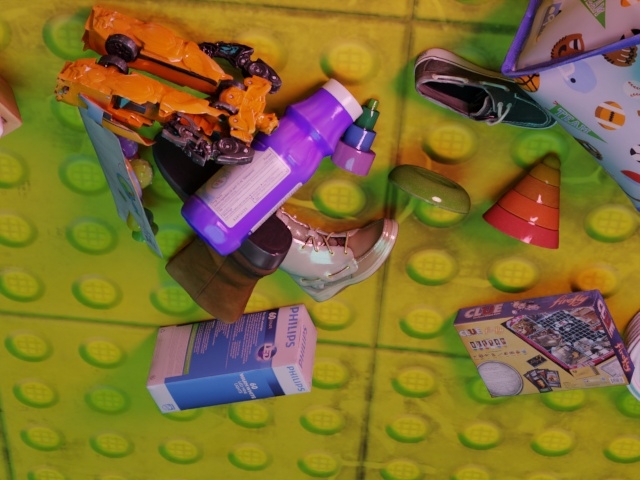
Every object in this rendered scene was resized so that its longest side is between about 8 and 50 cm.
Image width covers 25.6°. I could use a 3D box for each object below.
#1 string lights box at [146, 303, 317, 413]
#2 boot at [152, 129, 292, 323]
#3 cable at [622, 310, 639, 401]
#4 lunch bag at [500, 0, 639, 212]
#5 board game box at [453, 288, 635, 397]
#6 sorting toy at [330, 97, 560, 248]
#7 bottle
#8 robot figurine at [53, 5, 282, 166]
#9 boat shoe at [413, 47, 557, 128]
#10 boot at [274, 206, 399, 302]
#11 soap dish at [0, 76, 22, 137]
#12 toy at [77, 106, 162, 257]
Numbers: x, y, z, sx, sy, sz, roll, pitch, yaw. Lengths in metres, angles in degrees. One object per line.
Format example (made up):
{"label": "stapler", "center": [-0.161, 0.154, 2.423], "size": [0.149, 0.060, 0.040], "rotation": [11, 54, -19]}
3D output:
{"label": "string lights box", "center": [-0.143, 0.193, 2.300], "size": [0.259, 0.133, 0.077], "rotation": [-10, 132, 16]}
{"label": "boot", "center": [-0.179, -0.019, 2.134], "size": [0.264, 0.096, 0.280], "rotation": [38, 149, -2]}
{"label": "cable", "center": [0.608, 0.183, 2.237], "size": [0.257, 0.089, 0.257], "rotation": [8, 134, 1]}
{"label": "lunch bag", "center": [0.471, -0.205, 1.694], "size": [0.385, 0.239, 0.328], "rotation": [-9, 140, 48]}
{"label": "board game box", "center": [0.352, 0.166, 2.225], "size": [0.243, 0.042, 0.165], "rotation": [-10, 123, 33]}
{"label": "sorting toy", "center": [0.199, -0.108, 2.013], "size": [0.365, 0.127, 0.126], "rotation": [21, 104, -10]}
{"label": "bottle", "center": [-0.064, -0.104, 1.939], "size": [0.283, 0.118, 0.092], "rotation": [-44, 107, -4]}
{"label": "robot figurine", "center": [-0.194, -0.199, 1.886], "size": [0.291, 0.211, 0.085], "rotation": [22, 144, -5]}
{"label": "boat shoe", "center": [0.228, -0.190, 1.926], "size": [0.219, 0.070, 0.078], "rotation": [17, 134, -10]}
{"label": "boot", "center": [0.000, 0.000, 2.134], "size": [0.165, 0.077, 0.213], "rotation": [34, 135, -23]}
{"label": "soap dish", "center": [-0.593, -0.193, 1.984], "size": [0.290, 0.118, 0.229], "rotation": [-26, 126, 28]}
{"label": "toy", "center": [-0.278, -0.099, 2.064], "size": [0.056, 0.137, 0.237], "rotation": [-30, 136, -21]}
